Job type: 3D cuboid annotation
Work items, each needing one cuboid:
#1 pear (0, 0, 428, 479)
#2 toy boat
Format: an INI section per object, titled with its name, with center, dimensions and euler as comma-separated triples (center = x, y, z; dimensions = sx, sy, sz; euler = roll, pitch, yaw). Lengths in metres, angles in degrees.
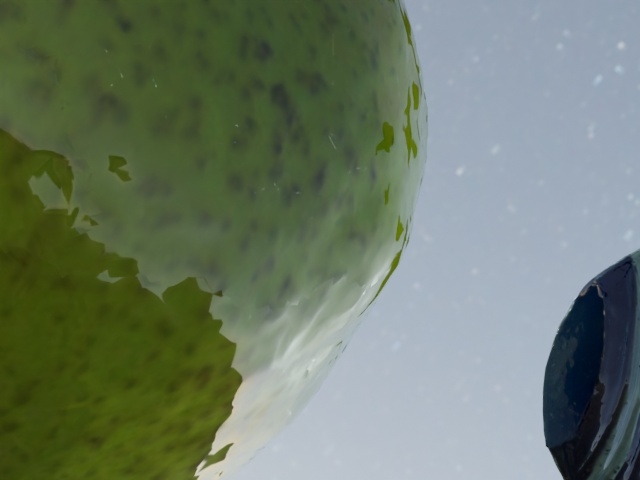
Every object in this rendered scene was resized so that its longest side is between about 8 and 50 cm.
[pear]
center = -0.162, -0.057, 0.564
dimensions = 0.391, 0.391, 0.391
euler = 36, -19, 15
[toy boat]
center = 0.266, 0.143, 1.132
dimensions = 0.292, 0.210, 0.070
euler = 50, -24, -26
